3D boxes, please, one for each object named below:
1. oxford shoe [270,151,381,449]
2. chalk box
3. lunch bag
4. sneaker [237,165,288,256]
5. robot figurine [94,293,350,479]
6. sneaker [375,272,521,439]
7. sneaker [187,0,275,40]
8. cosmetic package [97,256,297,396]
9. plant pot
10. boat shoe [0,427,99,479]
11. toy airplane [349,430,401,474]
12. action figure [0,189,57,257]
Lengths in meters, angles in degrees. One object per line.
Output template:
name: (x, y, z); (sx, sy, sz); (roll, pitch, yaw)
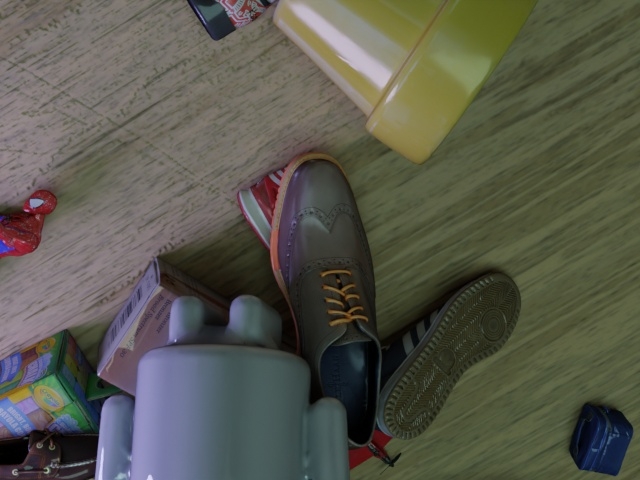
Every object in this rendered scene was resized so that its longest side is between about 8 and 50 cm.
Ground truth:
oxford shoe: (0.025, 0.072, 1.302); (0.130, 0.133, 0.363); (-9, 94, -20)
chalk box: (-0.353, 0.215, 1.396); (0.213, 0.132, 0.132); (-27, 111, 2)
lunch bag: (0.401, 0.285, 1.554); (0.065, 0.067, 0.098); (10, 107, -11)
sneaker: (0.000, 0.000, 1.390); (0.128, 0.087, 0.221); (-32, 112, 6)
robot figurine: (-0.112, 0.241, 1.216); (0.300, 0.200, 0.353); (-2, 75, 16)
sneaker: (0.143, 0.148, 1.466); (0.282, 0.153, 0.099); (-45, 107, -23)
sneaker: (-0.131, -0.380, 1.238); (0.145, 0.090, 0.270); (-32, 109, -2)
cosmetic package: (-0.127, 0.168, 1.405); (0.296, 0.129, 0.153); (31, 97, -17)
plant pot: (0.088, -0.254, 1.239); (0.239, 0.254, 0.254); (35, 102, -1)
boat shoe: (-0.343, 0.265, 1.306); (0.207, 0.073, 0.073); (-12, 113, -3)
toy airplane: (0.059, 0.274, 1.526); (0.151, 0.028, 0.151); (-3, 109, -8)
action figure: (-0.453, 0.014, 1.330); (0.280, 0.091, 0.139); (-40, 119, 7)
